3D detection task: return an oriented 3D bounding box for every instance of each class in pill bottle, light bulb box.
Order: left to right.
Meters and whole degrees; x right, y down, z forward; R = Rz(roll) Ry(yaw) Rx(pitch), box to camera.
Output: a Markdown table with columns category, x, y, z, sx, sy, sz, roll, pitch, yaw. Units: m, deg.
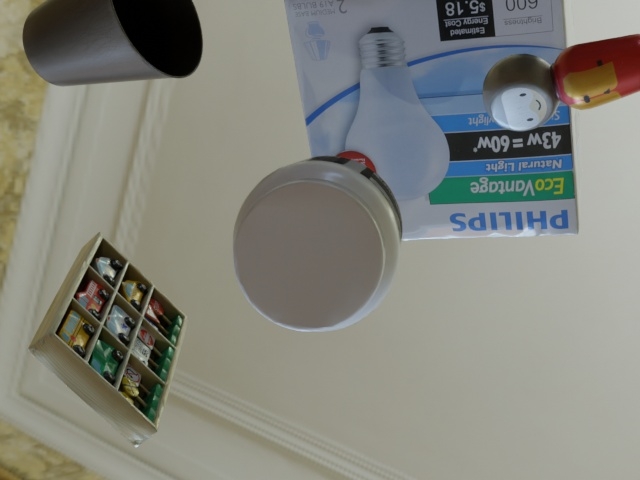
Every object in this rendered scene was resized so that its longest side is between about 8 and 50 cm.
| category | x | y | z | sx | sy | sz | roll | pitch | yaw |
| --- | --- | --- | --- | --- | --- | --- | --- | --- | --- |
| pill bottle | 0.000 | 0.000 | 1.074 | 0.162 | 0.278 | 0.162 | 1 | -84 | 5 |
| light bulb box | 0.168 | -0.203 | 1.492 | 0.357 | 0.225 | 0.361 | -3 | -64 | 17 |

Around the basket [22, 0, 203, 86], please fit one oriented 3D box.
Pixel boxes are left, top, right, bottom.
| category | x | y | z | sx | sy | sz | roll | pitch | yaw |
| --- | --- | --- | --- | --- | --- | --- | --- | --- | --- |
| basket | -0.316 | -0.308 | 1.611 | 0.226 | 0.154 | 0.204 | -8 | -54 | 38 |

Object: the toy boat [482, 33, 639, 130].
| category | x | y | z | sx | sy | sz | roll | pitch | yaw |
| --- | --- | --- | --- | --- | --- | --- | --- | --- | --- |
| toy boat | 0.182 | -0.259 | 0.935 | 0.148 | 0.267 | 0.318 | -13 | -89 | 21 |

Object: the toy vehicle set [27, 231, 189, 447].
| category | x | y | z | sx | sy | sz | roll | pitch | yaw |
| --- | --- | --- | --- | --- | --- | --- | --- | --- | --- |
| toy vehicle set | -0.243 | 0.110 | 1.307 | 0.035 | 0.267 | 0.166 | -39 | -72 | 17 |
